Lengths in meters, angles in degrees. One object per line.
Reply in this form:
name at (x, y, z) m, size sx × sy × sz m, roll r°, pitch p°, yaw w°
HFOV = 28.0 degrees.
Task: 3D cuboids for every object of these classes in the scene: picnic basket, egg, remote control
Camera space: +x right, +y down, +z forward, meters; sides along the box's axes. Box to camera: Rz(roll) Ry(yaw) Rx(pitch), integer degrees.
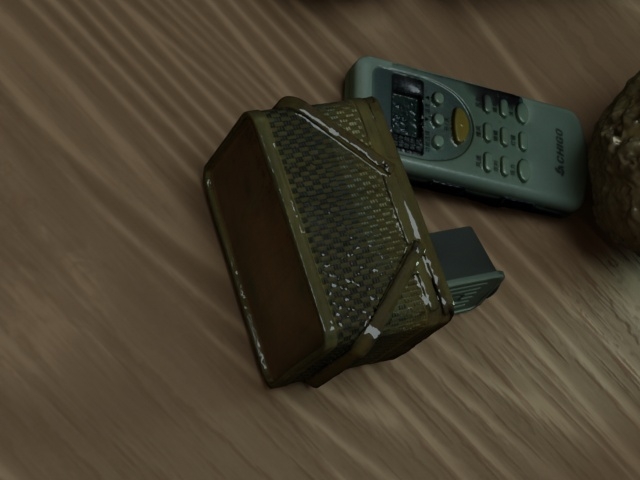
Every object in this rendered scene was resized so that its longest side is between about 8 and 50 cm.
picnic basket at (0.000, 0.000, 1.238) m, size 0.139 × 0.165 × 0.267 m, roll -11°, pitch 73°, yaw -28°
egg at (0.437, -0.096, 1.431) m, size 0.279 × 0.279 × 0.310 m, roll 51°, pitch 43°, yaw 3°
remote control at (0.166, -0.110, 1.428) m, size 0.296 × 0.056 × 0.140 m, roll 12°, pitch 66°, yaw -19°

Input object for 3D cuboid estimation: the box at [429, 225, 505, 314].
box at (0.120, 0.036, 1.331) m, size 0.122 × 0.084 × 0.069 m, roll -10°, pitch 63°, yaw -29°
